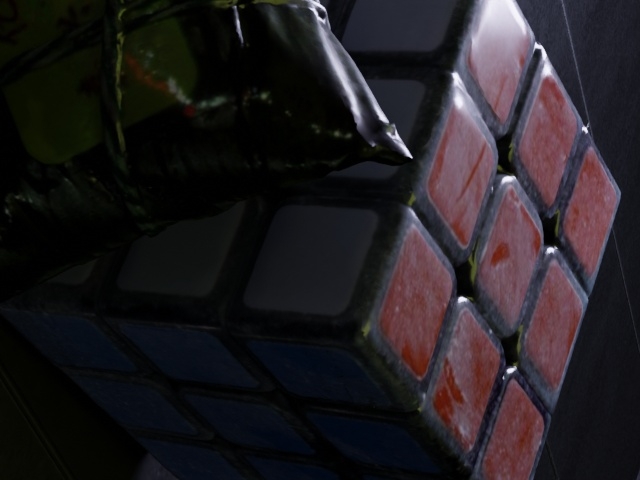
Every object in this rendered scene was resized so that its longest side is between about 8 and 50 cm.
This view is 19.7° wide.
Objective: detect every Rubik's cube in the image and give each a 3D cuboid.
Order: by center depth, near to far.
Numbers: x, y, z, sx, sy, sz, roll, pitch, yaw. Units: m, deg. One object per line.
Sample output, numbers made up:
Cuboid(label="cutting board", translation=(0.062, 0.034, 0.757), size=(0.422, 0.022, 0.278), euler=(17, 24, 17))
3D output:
Cuboid(label="Rubik's cube", translation=(0.000, 0.000, 1.303), size=(0.305, 0.301, 0.303), euler=(55, 49, -48))

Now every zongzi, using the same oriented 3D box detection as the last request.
Cuboid(label="zongzi", translation=(-0.170, -0.105, 1.112), size=(0.319, 0.362, 0.383), euler=(35, 27, -60))
